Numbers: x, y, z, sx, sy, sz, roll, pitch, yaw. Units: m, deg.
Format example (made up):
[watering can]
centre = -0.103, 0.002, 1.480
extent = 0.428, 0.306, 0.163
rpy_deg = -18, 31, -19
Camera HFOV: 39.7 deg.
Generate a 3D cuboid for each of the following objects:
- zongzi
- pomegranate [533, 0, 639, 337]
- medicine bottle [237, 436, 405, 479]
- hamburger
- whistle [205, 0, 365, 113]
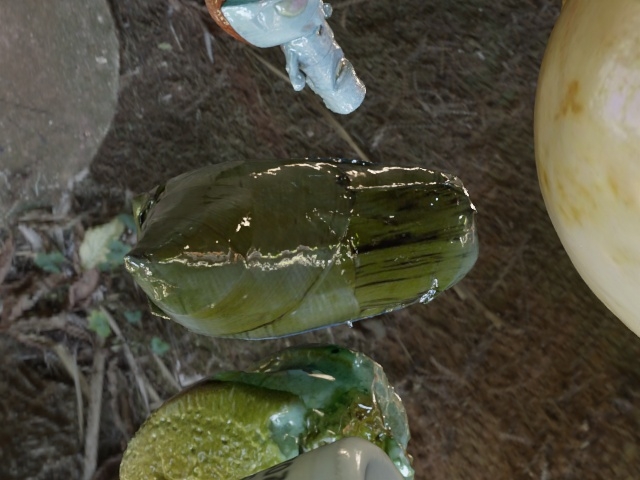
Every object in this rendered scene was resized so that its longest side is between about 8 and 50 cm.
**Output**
[zongzi]
centre = 0.000, 0.000, 0.726
extent = 0.322, 0.360, 0.160
rpy_deg = -7, 89, -7
[pomegranate]
centre = 0.271, -0.105, 0.419
extent = 0.411, 0.411, 0.412
rpy_deg = -11, 126, -15
[medicine bottle]
centre = -0.064, 0.207, 0.451
extent = 0.252, 0.145, 0.144
rpy_deg = -26, 130, 14
[hamburger]
centre = -0.049, 0.196, 0.845
extent = 0.287, 0.193, 0.167
rpy_deg = -5, 173, 28
[whistle]
centre = -0.040, -0.275, 1.099
extent = 0.133, 0.142, 0.346
rpy_deg = -16, 148, 19
